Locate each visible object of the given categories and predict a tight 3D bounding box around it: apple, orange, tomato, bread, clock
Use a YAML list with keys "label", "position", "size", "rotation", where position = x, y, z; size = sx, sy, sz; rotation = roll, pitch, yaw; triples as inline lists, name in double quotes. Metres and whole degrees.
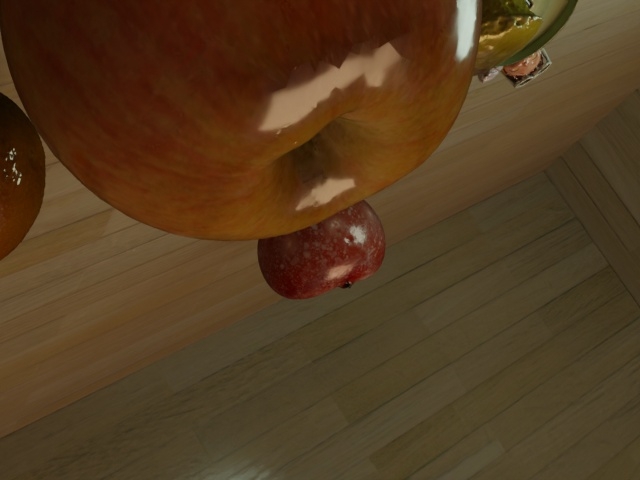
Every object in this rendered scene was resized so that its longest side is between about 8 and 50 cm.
- label: "apple"
  position: [-0.057, -0.190, 0.776]
  size: [0.391, 0.347, 0.391]
  rotation: [-26, 164, -8]
- label: "orange"
  position: [-0.362, -0.057, 0.898]
  size: [0.206, 0.206, 0.206]
  rotation: [-31, 168, -7]
- label: "tomato"
  position: [0.000, 0.000, 1.997]
  size: [0.270, 0.227, 0.270]
  rotation: [-16, 179, 0]
- label: "bread"
  position: [0.197, -0.313, 1.339]
  size: [0.197, 0.171, 0.197]
  rotation: [-23, 175, -2]
- label: "clock"
  position: [0.310, -0.374, 1.511]
  size: [0.235, 0.029, 0.235]
  rotation: [-17, 141, -14]

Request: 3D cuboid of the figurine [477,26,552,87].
- label: "figurine"
  position: [0.331, -0.357, 1.680]
  size: [0.174, 0.116, 0.240]
  rotation: [-37, 162, 12]
